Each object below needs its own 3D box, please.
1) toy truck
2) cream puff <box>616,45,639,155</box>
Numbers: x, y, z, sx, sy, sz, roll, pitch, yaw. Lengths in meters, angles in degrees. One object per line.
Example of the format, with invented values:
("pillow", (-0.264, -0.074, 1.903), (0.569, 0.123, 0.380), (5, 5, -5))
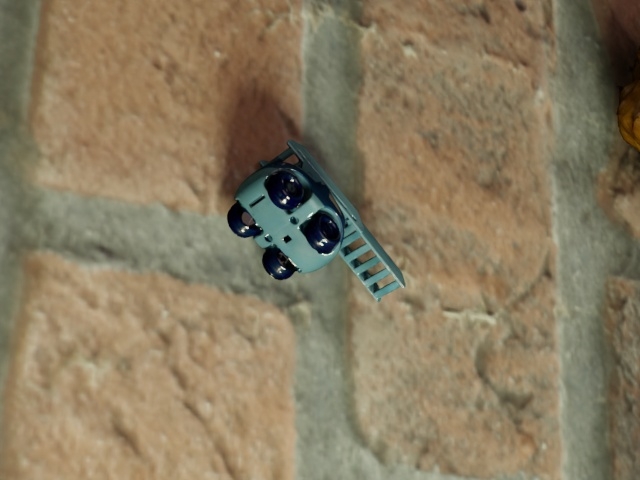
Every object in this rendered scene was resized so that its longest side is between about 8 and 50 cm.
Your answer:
("toy truck", (0.000, 0.000, 0.825), (0.136, 0.063, 0.074), (52, 36, -10))
("cream puff", (0.371, -0.117, 1.041), (0.269, 0.155, 0.241), (-9, 84, -40))
